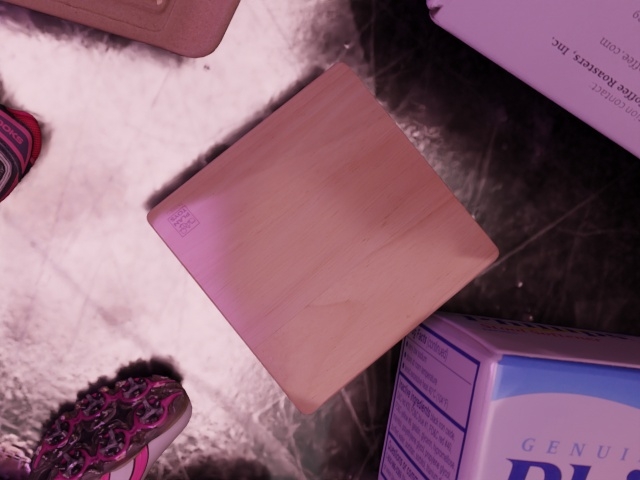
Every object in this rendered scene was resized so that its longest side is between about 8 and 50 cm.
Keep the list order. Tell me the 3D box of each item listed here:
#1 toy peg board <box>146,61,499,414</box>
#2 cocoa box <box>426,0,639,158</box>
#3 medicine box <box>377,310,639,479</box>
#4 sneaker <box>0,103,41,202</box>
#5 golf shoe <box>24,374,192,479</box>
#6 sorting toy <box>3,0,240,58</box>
[{"bbox_3d":[0.000,0.000,0.598,0.161,0.079,0.160,-39,89,-6],"label":"toy peg board"},{"bbox_3d":[0.260,-0.164,0.510,0.347,0.228,0.231,29,124,-15],"label":"cocoa box"},{"bbox_3d":[0.180,0.211,0.621,0.263,0.149,0.289,8,97,-14],"label":"medicine box"},{"bbox_3d":[-0.278,-0.135,0.495,0.112,0.121,0.299,-40,106,-36],"label":"sneaker"},{"bbox_3d":[-0.154,0.164,0.586,0.186,0.067,0.086,-40,131,-6],"label":"golf shoe"},{"bbox_3d":[-0.093,-0.249,0.406,0.229,0.041,0.307,12,119,-36],"label":"sorting toy"}]
